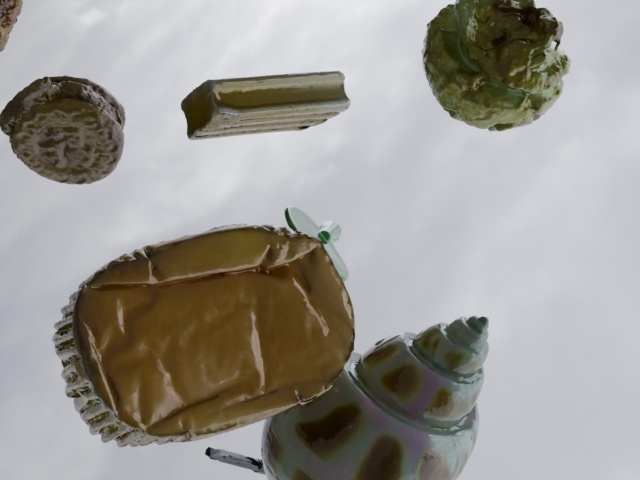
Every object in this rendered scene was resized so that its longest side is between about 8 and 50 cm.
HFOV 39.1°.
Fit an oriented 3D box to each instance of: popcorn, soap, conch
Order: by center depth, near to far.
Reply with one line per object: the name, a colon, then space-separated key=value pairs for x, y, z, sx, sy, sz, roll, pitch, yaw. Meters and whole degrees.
conch: x=0.063 y=0.218 z=1.044 sx=0.367 sy=0.249 sz=0.197 roll=-23 pitch=-96 yaw=27
popcorn: x=0.256 y=-0.267 z=1.347 sx=0.204 sy=0.221 sz=0.184 roll=-47 pitch=165 yaw=-12
soap: x=-0.104 y=-0.252 z=1.681 sx=0.173 sy=0.274 sz=0.089 roll=-15 pitch=-94 yaw=60

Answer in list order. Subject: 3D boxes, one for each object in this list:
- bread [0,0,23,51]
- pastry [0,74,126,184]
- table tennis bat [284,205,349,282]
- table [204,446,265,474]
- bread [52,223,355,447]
bread: x=-0.451 y=-0.235 z=1.080 sx=0.076 sy=0.105 sz=0.233 roll=23 pitch=-106 yaw=48
pastry: x=-0.505 y=-0.224 z=1.781 sx=0.240 sy=0.235 sz=0.132 roll=-39 pitch=-144 yaw=32
table tennis bat: x=0.000 y=0.000 z=1.566 sx=0.039 sy=0.160 sz=0.257 roll=-38 pitch=-179 yaw=13
table: x=-0.030 y=0.278 z=1.411 sx=0.317 sy=0.249 sz=0.317 roll=-22 pitch=-135 yaw=25
bread: x=-0.120 y=0.094 z=0.918 sx=0.288 sy=0.204 sz=0.156 roll=-22 pitch=179 yaw=-27
